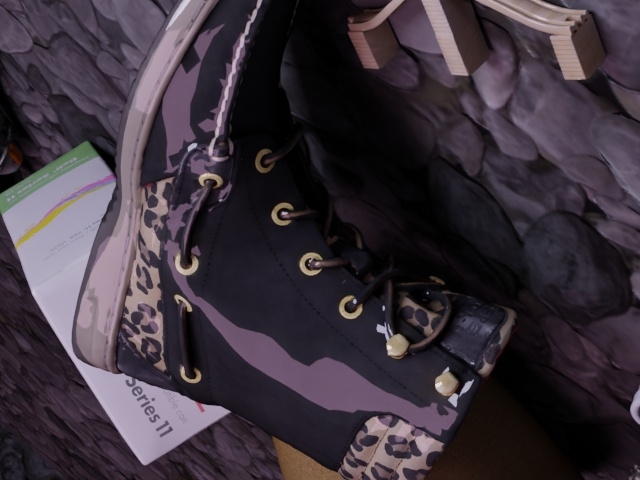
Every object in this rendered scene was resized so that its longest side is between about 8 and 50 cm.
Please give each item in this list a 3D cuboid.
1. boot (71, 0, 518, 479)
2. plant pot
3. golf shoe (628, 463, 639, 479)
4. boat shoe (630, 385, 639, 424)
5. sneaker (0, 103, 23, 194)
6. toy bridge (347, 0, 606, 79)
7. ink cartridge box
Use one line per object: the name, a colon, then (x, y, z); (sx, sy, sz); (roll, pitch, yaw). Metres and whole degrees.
boot: (0.000, 0.000, 0.860); (0.284, 0.138, 0.377); (29, 122, 9)
plant pot: (0.055, 0.160, 1.054); (0.254, 0.237, 0.237); (58, 154, 3)
golf shoe: (0.293, 0.178, 0.915); (0.086, 0.069, 0.176); (23, 158, -8)
boat shoe: (0.312, 0.136, 0.773); (0.258, 0.084, 0.095); (22, 147, 38)
sneaker: (-0.369, -0.129, 1.361); (0.108, 0.100, 0.271); (24, 155, 7)
toy bridge: (0.081, -0.131, 0.770); (0.188, 0.026, 0.063); (12, 138, 48)
ink cartridge box: (-0.182, 0.060, 1.179); (0.207, 0.119, 0.353); (62, 171, -25)
